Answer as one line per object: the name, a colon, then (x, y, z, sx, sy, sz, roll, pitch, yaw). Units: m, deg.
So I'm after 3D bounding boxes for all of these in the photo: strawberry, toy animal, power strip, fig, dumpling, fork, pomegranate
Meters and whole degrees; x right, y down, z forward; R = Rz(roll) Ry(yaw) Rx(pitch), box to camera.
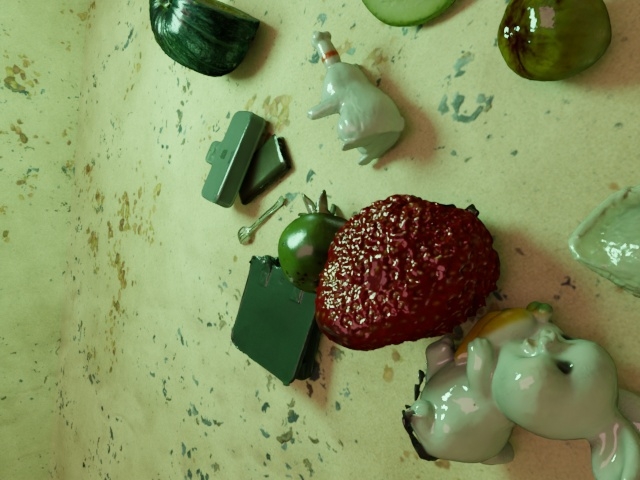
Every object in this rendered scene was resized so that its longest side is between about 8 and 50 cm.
strawberry: (0.133, 0.049, 0.691, 0.261, 0.257, 0.261, 6, 98, 44)
toy animal: (0.053, -0.287, 0.872, 0.138, 0.140, 0.283, -44, 63, 22)
power strip: (-0.257, -0.231, 1.180, 0.193, 0.059, 0.265, 25, 93, 50)
fig: (0.333, -0.302, 0.614, 0.153, 0.120, 0.136, 50, 160, 12)
toy animal: (0.284, 0.225, 0.598, 0.309, 0.182, 0.247, -25, 76, 34)
dumpling: (0.434, 0.000, 0.508, 0.215, 0.126, 0.167, 11, 79, 46)
fork: (-0.165, -0.052, 1.131, 0.219, 0.028, 0.034, -38, 59, 35)
pomegranate: (0.000, 0.000, 0.887, 0.181, 0.181, 0.224, -31, 46, 38)

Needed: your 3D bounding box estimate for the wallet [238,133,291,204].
wallet: (-0.158, -0.187, 1.131, 0.198, 0.031, 0.110, -33, 65, 37)

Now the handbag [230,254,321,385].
handbag: (-0.098, 0.181, 1.021, 0.247, 0.079, 0.260, 21, 99, 40)

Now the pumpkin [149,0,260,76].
pumpkin: (-0.338, -0.568, 1.172, 0.293, 0.263, 0.197, 43, 122, 37)

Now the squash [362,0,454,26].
squash: (0.159, -0.504, 0.761, 0.219, 0.041, 0.219, 24, 141, 21)
